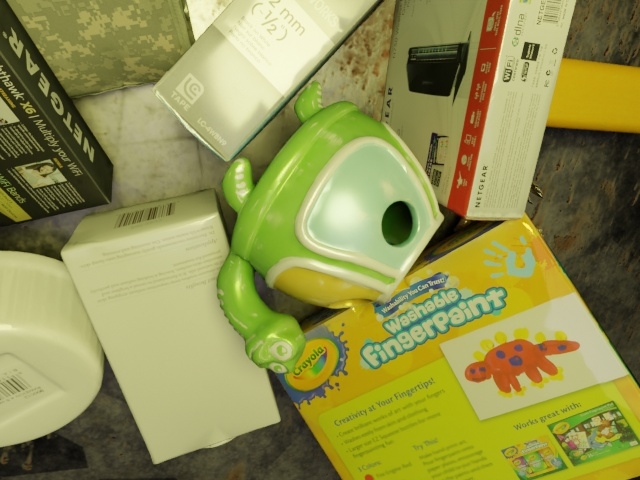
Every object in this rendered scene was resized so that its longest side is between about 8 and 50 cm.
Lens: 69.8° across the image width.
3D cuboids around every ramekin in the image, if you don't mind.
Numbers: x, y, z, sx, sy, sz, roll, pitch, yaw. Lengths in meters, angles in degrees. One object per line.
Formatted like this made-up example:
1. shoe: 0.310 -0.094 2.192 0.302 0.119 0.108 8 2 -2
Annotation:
1. ramekin: -0.442 0.162 0.641 0.277 0.135 0.277 -15 131 -17

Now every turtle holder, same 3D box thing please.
1. turtle holder: 0.008 -0.014 0.577 0.227 0.320 0.243 35 142 9

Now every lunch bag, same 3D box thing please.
1. lunch bag: -0.286 -0.307 0.531 0.235 0.169 0.287 -14 139 -8

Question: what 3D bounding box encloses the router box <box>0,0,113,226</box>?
1. router box: -0.420 -0.138 0.514 0.243 0.081 0.308 -12 146 -3

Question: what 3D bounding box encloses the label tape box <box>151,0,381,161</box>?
1. label tape box: -0.032 -0.263 0.573 0.115 0.249 0.347 42 94 -14

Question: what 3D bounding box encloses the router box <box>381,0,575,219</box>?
1. router box: 0.183 -0.229 0.620 0.082 0.301 0.335 0 109 -15

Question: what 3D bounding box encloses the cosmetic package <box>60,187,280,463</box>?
1. cosmetic package: -0.214 0.135 0.730 0.217 0.156 0.384 -14 114 -10

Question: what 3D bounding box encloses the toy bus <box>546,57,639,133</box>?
1. toy bus: 0.476 -0.246 0.787 0.333 0.130 0.108 0 110 -15

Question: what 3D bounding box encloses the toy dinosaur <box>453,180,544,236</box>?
1. toy dinosaur: 0.308 -0.021 0.840 0.127 0.200 0.295 25 130 12

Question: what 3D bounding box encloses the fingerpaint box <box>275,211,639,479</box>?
1. fingerpaint box: 0.202 0.210 0.713 0.445 0.163 0.371 -34 88 23
